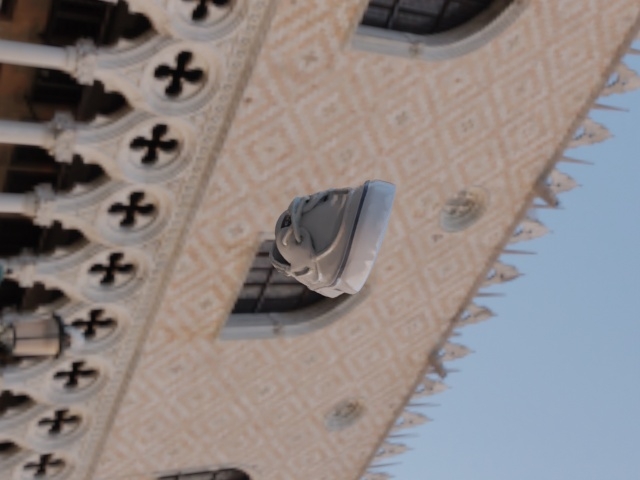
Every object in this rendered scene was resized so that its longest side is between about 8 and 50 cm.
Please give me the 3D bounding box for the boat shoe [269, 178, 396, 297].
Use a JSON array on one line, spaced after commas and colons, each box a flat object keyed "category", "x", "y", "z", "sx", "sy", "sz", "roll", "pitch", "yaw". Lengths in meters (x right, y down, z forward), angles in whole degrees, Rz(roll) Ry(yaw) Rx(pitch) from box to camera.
[{"category": "boat shoe", "x": 0.000, "y": 0.000, "z": 0.868, "sx": 0.258, "sy": 0.084, "sz": 0.095, "roll": 127, "pitch": -19, "yaw": -71}]
